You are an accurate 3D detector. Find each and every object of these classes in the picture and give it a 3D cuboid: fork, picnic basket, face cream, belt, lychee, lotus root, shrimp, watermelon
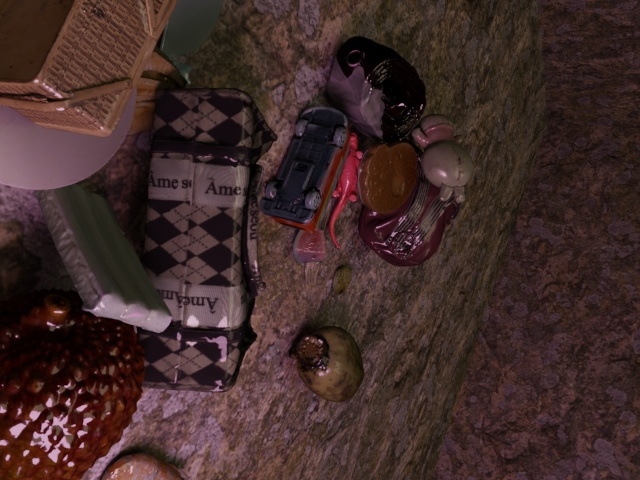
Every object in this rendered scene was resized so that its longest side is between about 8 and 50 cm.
[{"bbox_3d":[-0.003,0.000,1.280,0.028,0.034,0.219,10,93,-67],"label":"fork"},{"bbox_3d":[-0.211,-0.176,0.453,0.079,0.115,0.164,39,68,-58],"label":"picnic basket"},{"bbox_3d":[-0.335,-0.171,0.542,0.218,0.179,0.218,-27,123,-52],"label":"face cream"},{"bbox_3d":[0.126,-0.355,1.249,0.184,0.164,0.289,-51,150,6],"label":"belt"},{"bbox_3d":[-0.334,0.182,0.634,0.236,0.236,0.271,-11,121,-56],"label":"lychee"},{"bbox_3d":[-0.256,-0.212,0.731,0.143,0.070,0.144,-51,173,18],"label":"lotus root"},{"bbox_3d":[-0.308,0.450,0.941,0.126,0.047,0.223,-57,139,-18],"label":"shrimp"},{"bbox_3d":[0.033,0.319,1.353,0.173,0.173,0.309,-66,155,-18],"label":"lotus root"},{"bbox_3d":[-0.025,0.009,1.215,0.092,0.072,0.084,-15,97,-51],"label":"watermelon"}]

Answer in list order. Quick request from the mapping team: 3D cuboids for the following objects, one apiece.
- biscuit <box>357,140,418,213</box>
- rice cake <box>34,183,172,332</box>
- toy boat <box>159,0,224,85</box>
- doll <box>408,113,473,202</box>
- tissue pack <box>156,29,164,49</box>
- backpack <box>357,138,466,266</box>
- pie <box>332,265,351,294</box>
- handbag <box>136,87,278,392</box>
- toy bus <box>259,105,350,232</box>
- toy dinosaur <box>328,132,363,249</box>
[{"bbox_3d":[0.163,-0.158,1.304,0.208,0.049,0.181,-20,121,-43],"label":"biscuit"},{"bbox_3d":[-0.278,0.015,0.672,0.043,0.237,0.127,-42,149,8],"label":"rice cake"},{"bbox_3d":[-0.189,-0.378,0.795,0.220,0.067,0.291,8,91,-64],"label":"toy boat"},{"bbox_3d":[0.307,-0.223,1.341,0.113,0.155,0.275,117,-30,-45],"label":"doll"},{"bbox_3d":[-0.254,-0.313,0.771,0.085,0.028,0.138,21,79,-63],"label":"tissue pack"},{"bbox_3d":[0.244,-0.086,1.466,0.283,0.197,0.317,33,69,-18],"label":"backpack"},{"bbox_3d":[0.058,0.106,1.431,0.085,0.017,0.085,-28,125,-50],"label":"pie"},{"bbox_3d":[-0.158,-0.007,0.853,0.317,0.180,0.416,-38,134,-83],"label":"handbag"},{"bbox_3d":[-0.018,-0.148,1.130,0.265,0.121,0.120,-69,156,-15],"label":"toy bus"},{"bbox_3d":[0.069,-0.129,1.344,0.139,0.070,0.286,-42,141,-75],"label":"toy dinosaur"}]
